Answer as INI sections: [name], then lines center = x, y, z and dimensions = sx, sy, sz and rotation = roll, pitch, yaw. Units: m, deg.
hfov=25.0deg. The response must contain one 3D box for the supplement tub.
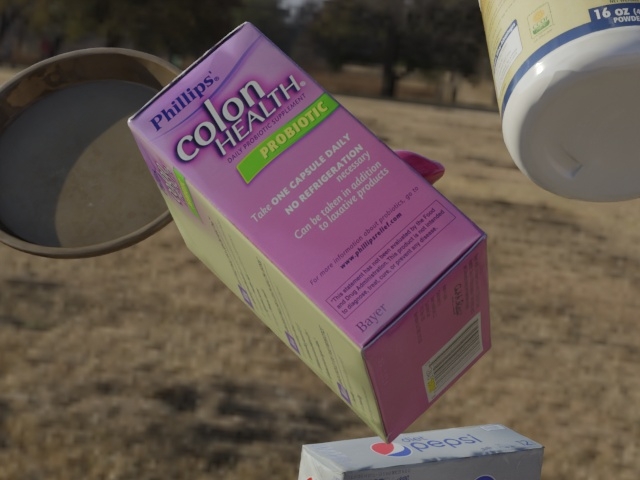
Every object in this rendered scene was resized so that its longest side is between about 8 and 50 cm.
[supplement tub]
center = 0.286, -0.222, 1.503
dimensions = 0.228, 0.228, 0.316
rotation = 5, 49, -11

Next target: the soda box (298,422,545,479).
[soda box]
center = 0.114, 0.276, 1.634
dimensions = 0.286, 0.098, 0.091
rotation = -2, 14, -33

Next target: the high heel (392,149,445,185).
[high heel]
center = 0.019, -0.055, 1.560
dimensions = 0.117, 0.082, 0.244
rotation = -9, -6, -38

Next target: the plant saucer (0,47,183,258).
[plant saucer]
center = -0.246, -0.090, 1.533
dimensions = 0.277, 0.278, 0.041
rotation = 8, -34, 11

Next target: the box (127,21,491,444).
[box]
center = 0.000, 0.000, 1.055
dimensions = 0.243, 0.117, 0.213
rotation = 43, -13, 22
